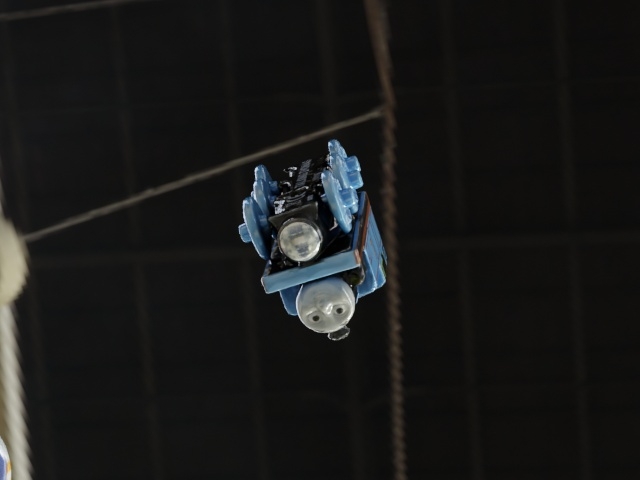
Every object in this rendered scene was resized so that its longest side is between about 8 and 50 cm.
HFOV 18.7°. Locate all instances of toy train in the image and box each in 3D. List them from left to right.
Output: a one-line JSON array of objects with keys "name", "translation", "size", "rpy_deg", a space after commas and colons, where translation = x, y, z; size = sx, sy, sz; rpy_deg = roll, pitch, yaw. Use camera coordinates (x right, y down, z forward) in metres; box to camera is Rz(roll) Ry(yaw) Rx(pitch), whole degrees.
[{"name": "toy train", "translation": [0.000, 0.000, 1.280], "size": [0.080, 0.184, 0.105], "rpy_deg": [-19, -77, 7]}]

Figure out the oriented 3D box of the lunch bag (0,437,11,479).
[{"name": "lunch bag", "translation": [-0.306, 0.207, 1.140], "size": [0.115, 0.243, 0.303], "rpy_deg": [50, -47, 46]}]
